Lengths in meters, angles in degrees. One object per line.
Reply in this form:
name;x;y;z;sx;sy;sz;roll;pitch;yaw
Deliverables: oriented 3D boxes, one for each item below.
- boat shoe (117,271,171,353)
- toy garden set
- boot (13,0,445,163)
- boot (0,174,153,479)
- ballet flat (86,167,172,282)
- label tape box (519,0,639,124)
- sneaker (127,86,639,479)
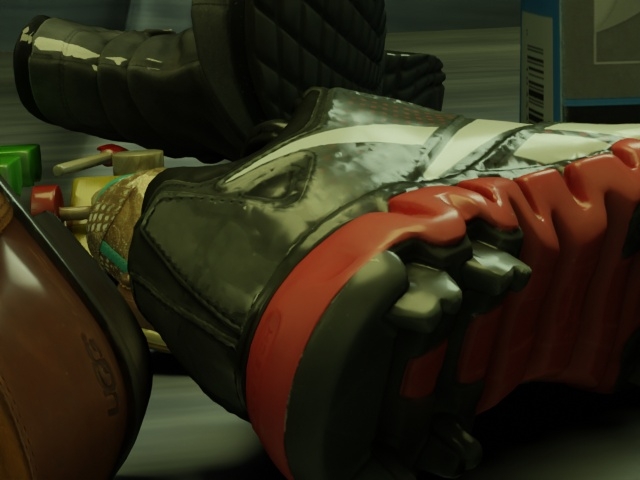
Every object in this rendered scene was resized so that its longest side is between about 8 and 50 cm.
boat shoe;0.008;0.013;0.708;0.178;0.060;0.064;-2;10;-3
toy garden set;-0.163;-0.012;0.932;0.203;0.049;0.244;-3;9;1
boot;-0.072;-0.085;1.004;0.222;0.118;0.338;8;-9;15
boot;-0.159;-0.008;0.420;0.096;0.264;0.280;-36;3;9
ballet flat;0.000;0.000;0.823;0.206;0.073;0.067;-9;39;-24
label tape box;0.263;-0.112;0.860;0.333;0.241;0.106;-2;9;-4
sneaker;0.047;-0.001;0.609;0.135;0.098;0.276;28;26;33
